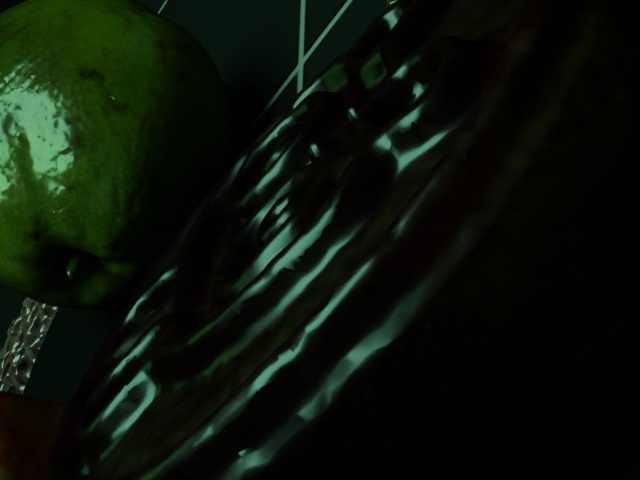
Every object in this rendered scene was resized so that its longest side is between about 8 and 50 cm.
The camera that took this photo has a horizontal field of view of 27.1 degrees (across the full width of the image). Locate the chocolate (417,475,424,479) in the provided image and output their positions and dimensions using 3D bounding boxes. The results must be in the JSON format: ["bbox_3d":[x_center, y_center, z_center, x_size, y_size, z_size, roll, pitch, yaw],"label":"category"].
[{"bbox_3d":[0.017,0.173,0.606,0.343,0.126,0.148,-93,-4,-61],"label":"chocolate"}]

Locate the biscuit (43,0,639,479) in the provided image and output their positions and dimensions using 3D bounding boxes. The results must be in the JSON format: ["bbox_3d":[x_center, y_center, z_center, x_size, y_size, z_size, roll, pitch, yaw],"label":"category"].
[{"bbox_3d":[0.000,0.000,0.678,0.407,0.091,0.407,-45,17,18],"label":"biscuit"}]

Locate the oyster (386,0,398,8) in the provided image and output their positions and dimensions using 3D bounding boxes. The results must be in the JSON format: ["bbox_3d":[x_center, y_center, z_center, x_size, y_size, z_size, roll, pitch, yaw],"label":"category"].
[{"bbox_3d":[0.100,-0.232,0.844,0.223,0.083,0.214,-21,52,52],"label":"oyster"}]

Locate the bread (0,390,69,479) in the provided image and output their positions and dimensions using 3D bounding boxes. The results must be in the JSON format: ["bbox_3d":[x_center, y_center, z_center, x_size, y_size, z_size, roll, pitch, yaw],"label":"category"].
[{"bbox_3d":[-0.205,0.252,0.865,0.327,0.114,0.295,148,133,-61],"label":"bread"}]

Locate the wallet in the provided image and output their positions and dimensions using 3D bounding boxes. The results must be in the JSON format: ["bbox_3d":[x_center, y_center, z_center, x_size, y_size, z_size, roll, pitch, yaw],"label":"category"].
[{"bbox_3d":[-0.194,0.164,1.146,0.406,0.062,0.228,12,79,67],"label":"wallet"}]

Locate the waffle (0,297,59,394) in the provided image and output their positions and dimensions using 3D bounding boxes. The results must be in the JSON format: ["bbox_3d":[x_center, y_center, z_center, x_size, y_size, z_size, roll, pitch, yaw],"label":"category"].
[{"bbox_3d":[-0.322,0.133,1.475,0.234,0.055,0.221,-37,37,50],"label":"waffle"}]

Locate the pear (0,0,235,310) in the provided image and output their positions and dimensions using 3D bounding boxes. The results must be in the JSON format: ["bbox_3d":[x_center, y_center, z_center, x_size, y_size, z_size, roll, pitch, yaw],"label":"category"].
[{"bbox_3d":[-0.202,-0.084,1.168,0.269,0.269,0.321,-51,31,33],"label":"pear"}]
